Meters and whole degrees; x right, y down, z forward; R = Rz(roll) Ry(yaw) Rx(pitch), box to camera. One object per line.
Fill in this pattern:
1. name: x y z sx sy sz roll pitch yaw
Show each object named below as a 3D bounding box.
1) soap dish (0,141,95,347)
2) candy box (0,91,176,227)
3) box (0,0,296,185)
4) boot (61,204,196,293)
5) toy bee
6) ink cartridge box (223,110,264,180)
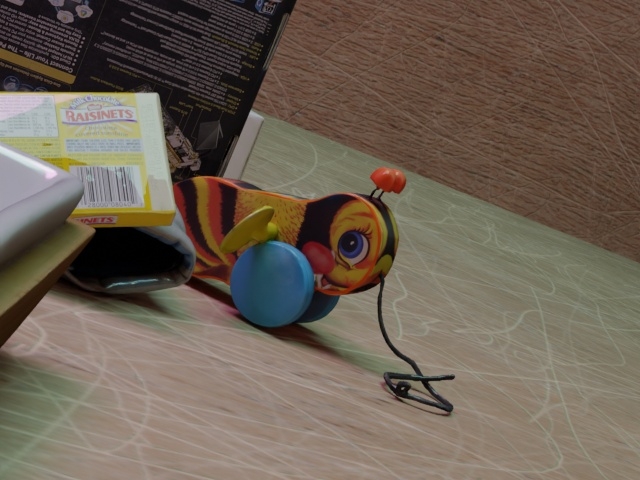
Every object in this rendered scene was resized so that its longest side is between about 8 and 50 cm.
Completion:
1. soap dish: -0.248 -0.004 0.696 0.229 0.118 0.291 23 9 -3
2. candy box: -0.210 -0.057 1.011 0.205 0.027 0.105 -1 60 -19
3. box: -0.238 -0.195 1.231 0.395 0.318 0.097 19 9 -21
4. boot: -0.212 -0.029 1.052 0.258 0.095 0.123 11 22 -30
5. toy bee: 0.000 0.000 1.203 0.298 0.162 0.195 23 7 -3
6. ink cartridge box: -0.232 -0.167 1.765 0.198 0.115 0.273 14 13 -45
